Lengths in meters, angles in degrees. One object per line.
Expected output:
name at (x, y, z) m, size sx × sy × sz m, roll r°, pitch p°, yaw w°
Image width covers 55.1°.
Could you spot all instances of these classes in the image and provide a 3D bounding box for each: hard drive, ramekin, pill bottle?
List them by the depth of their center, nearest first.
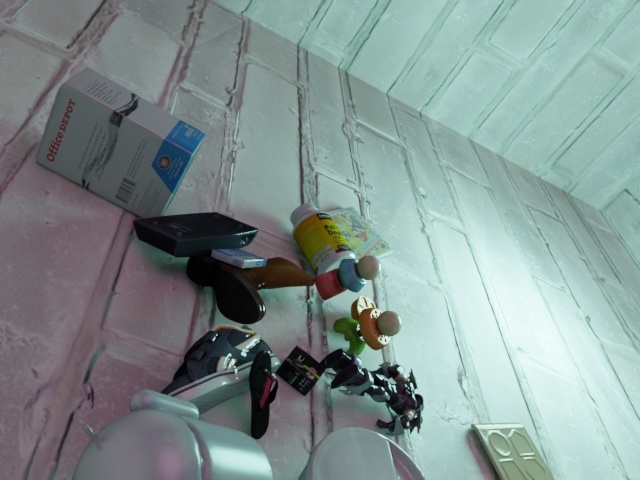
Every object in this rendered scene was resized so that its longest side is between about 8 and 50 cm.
ramekin at (0.071, 0.487, 1.101) m, size 0.273 × 0.127 × 0.272 m, roll 24°, pitch 33°, yaw -17°
hard drive at (-0.285, -0.016, 1.422) m, size 0.172 × 0.054 × 0.255 m, roll 21°, pitch 18°, yaw 33°
pill bottle at (0.000, 0.000, 1.675) m, size 0.117 × 0.117 × 0.215 m, roll 0°, pitch 46°, yaw -44°

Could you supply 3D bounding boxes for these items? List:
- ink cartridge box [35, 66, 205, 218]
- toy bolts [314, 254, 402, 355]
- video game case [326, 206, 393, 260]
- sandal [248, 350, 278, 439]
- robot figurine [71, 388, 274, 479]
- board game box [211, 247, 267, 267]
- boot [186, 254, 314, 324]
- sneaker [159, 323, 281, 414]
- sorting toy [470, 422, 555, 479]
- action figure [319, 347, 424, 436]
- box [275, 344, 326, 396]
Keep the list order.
ink cartridge box at (-0.459, -0.215, 1.416) m, size 0.307 × 0.223 × 0.129 m, roll 29°, pitch 32°, yaw -12°
toy bolts at (0.119, 0.141, 1.503) m, size 0.228 × 0.159 × 0.218 m, roll 64°, pitch 30°, yaw -1°
video game case at (0.096, -0.013, 1.873) m, size 0.206 × 0.026 × 0.227 m, roll 48°, pitch 33°, yaw 18°
sandal at (-0.102, 0.291, 1.155) m, size 0.040 × 0.179 × 0.067 m, roll 8°, pitch 14°, yaw 28°
robot figurine at (-0.203, 0.358, 0.875) m, size 0.353 × 0.200 × 0.300 m, roll 41°, pitch 19°, yaw -50°
board game box at (-0.182, 0.039, 1.372) m, size 0.090 × 0.020 × 0.090 m, roll 18°, pitch 10°, yaw 28°
boot at (-0.126, 0.108, 1.404) m, size 0.280 × 0.096 × 0.264 m, roll 5°, pitch 13°, yaw -44°
sneaker at (-0.212, 0.243, 1.153) m, size 0.127 × 0.126 × 0.321 m, roll 52°, pitch 24°, yaw 15°
sorting toy at (0.481, 0.542, 1.514) m, size 0.193 × 0.038 × 0.208 m, roll 11°, pitch 35°, yaw -35°
action figure at (0.138, 0.338, 1.392) m, size 0.285 × 0.099 × 0.185 m, roll 33°, pitch 23°, yaw -28°
box at (-0.043, 0.282, 1.329) m, size 0.083 × 0.052 × 0.062 m, roll 37°, pitch 32°, yaw 4°
